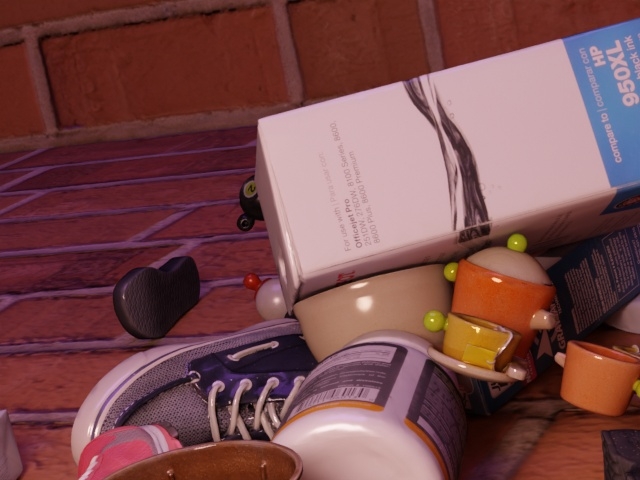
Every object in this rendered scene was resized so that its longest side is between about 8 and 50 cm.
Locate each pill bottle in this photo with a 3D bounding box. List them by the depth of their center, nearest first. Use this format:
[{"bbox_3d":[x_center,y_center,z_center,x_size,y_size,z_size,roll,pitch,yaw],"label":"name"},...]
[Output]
[{"bbox_3d":[0.044,0.180,1.469,0.162,0.162,0.278,-8,12,12],"label":"pill bottle"}]

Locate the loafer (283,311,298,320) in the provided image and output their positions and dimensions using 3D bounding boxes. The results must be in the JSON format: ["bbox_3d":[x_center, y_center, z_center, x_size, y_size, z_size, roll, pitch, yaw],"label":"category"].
[{"bbox_3d":[0.046,0.104,2.012,0.223,0.076,0.078,-7,-24,43],"label":"loafer"}]

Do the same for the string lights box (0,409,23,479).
[{"bbox_3d":[-0.459,0.251,1.761,0.260,0.076,0.133,-9,15,11],"label":"string lights box"}]

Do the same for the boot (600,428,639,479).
[{"bbox_3d":[0.336,0.205,1.246,0.223,0.118,0.338,-5,18,4],"label":"boot"}]

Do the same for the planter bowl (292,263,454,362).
[{"bbox_3d":[0.064,0.097,1.662,0.162,0.109,0.162,-14,-9,-2],"label":"planter bowl"}]

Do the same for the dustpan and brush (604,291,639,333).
[{"bbox_3d":[0.415,0.074,1.874,0.147,0.060,0.211,-27,11,-15],"label":"dustpan and brush"}]

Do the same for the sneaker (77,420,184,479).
[{"bbox_3d":[-0.177,0.228,1.468,0.136,0.115,0.314,3,6,-26],"label":"sneaker"}]

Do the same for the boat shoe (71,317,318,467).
[{"bbox_3d":[-0.079,0.164,1.712,0.158,0.127,0.341,9,23,42],"label":"boat shoe"}]

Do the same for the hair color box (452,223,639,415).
[{"bbox_3d":[0.212,0.059,1.868,0.174,0.105,0.347,2,27,46],"label":"hair color box"}]

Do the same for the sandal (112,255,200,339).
[{"bbox_3d":[-0.229,0.079,2.287,0.055,0.097,0.254,-6,3,16],"label":"sandal"}]

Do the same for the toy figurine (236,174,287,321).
[{"bbox_3d":[0.000,0.000,2.157,0.210,0.213,0.148,-7,1,-4],"label":"toy figurine"}]

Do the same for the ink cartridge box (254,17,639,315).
[{"bbox_3d":[0.139,-0.064,1.686,0.395,0.166,0.285,-15,-9,-5],"label":"ink cartridge box"}]

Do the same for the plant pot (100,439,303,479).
[{"bbox_3d":[-0.081,0.254,1.243,0.167,0.165,0.167,-10,13,2],"label":"plant pot"}]

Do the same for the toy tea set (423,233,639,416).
[{"bbox_3d":[0.260,0.084,1.541,0.336,0.124,0.200,16,6,-1],"label":"toy tea set"}]
